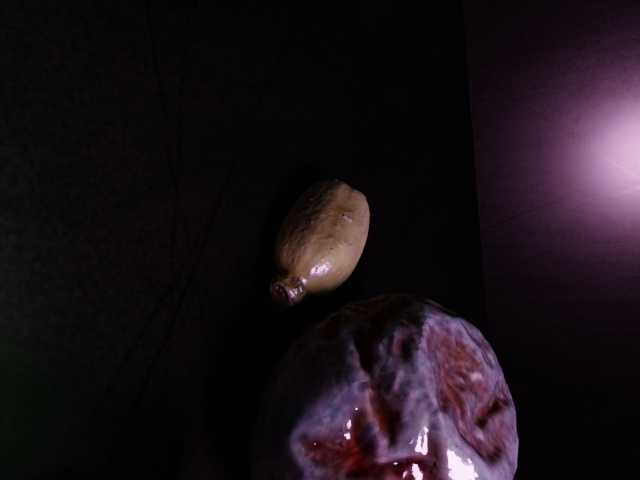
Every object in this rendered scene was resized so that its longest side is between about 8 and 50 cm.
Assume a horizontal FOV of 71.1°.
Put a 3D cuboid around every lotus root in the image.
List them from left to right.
[{"bbox_3d":[0.000,-0.001,0.479,0.183,0.090,0.077,-59,166,-46],"label":"lotus root"}]

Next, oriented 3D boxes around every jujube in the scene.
[{"bbox_3d":[0.064,0.180,0.443,0.308,0.215,0.246,12,54,-56],"label":"jujube"}]
